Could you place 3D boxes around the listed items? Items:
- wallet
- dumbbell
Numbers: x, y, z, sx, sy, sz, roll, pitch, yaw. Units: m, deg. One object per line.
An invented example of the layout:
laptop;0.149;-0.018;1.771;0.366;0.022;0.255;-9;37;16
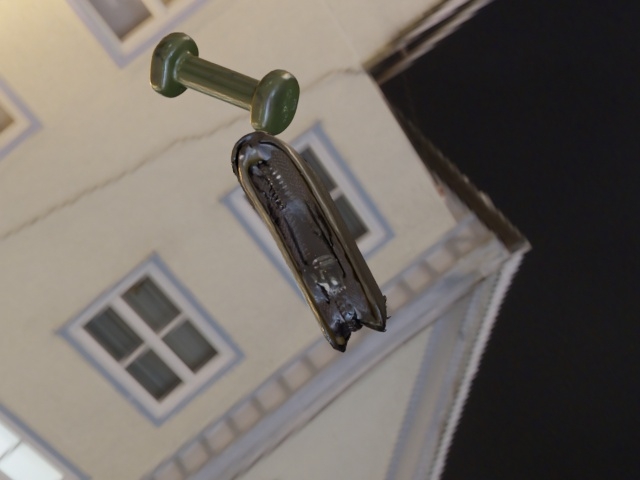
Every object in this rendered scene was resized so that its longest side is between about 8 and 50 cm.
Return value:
wallet;0.000;0.000;0.653;0.031;0.110;0.198;-29;178;3
dumbbell;-0.073;-0.118;0.948;0.118;0.052;0.046;22;-155;25
